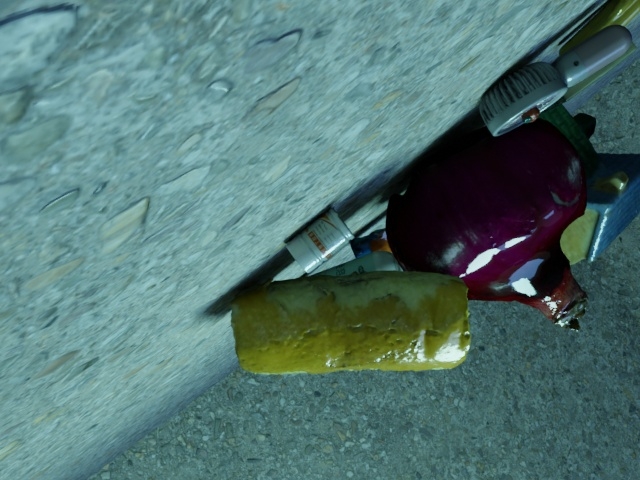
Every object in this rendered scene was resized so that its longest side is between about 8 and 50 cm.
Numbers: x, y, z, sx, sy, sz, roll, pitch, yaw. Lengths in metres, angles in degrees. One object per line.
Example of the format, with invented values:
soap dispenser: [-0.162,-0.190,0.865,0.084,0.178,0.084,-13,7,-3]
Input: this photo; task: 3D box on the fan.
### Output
fan: [0.359,-0.245,1.033,0.244,0.074,0.130,-32,172,11]

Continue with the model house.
model house: [0.614,-0.164,1.689,0.334,0.382,0.342,-33,174,-35]

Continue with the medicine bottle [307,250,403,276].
medicine bottle: [0.119,0.084,1.512,0.351,0.110,0.110,-21,178,16]

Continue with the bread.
bread: [0.047,0.137,1.121,0.374,0.165,0.236,-3,165,4]

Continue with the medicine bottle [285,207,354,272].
medicine bottle: [0.000,0.000,0.990,0.089,0.057,0.057,-38,173,3]

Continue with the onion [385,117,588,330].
onion: [0.340,0.003,1.262,0.398,0.421,0.398,-28,174,-3]

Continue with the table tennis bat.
table tennis bat: [0.503,-0.389,1.041,0.321,0.050,0.198,-45,167,27]

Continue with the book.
book: [0.488,-0.306,1.388,0.202,0.027,0.264,-36,-176,-16]

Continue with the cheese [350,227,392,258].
cheese: [0.231,-0.020,1.561,0.329,0.129,0.217,-19,144,9]
